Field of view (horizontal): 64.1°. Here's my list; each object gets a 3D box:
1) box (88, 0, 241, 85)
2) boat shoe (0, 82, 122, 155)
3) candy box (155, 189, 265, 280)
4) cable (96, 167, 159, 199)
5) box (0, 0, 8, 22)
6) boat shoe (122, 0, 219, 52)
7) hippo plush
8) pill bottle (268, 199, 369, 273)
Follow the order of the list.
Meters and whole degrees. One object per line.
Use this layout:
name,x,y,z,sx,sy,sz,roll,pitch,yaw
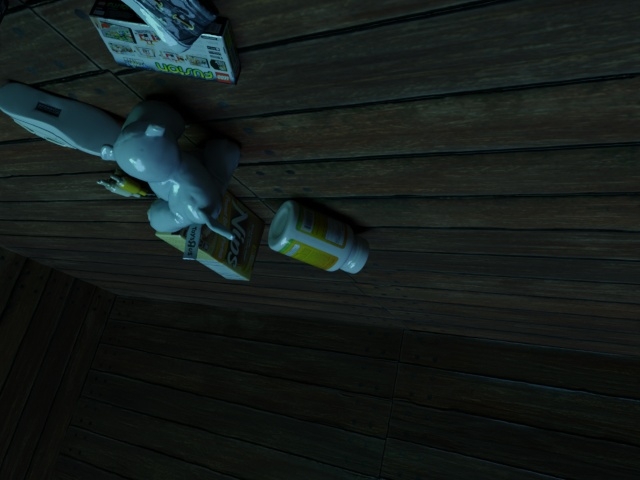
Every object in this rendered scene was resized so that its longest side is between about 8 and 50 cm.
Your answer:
box,-0.235,-0.306,0.795,0.207,0.036,0.114,11,160,5
boat shoe,-0.541,-0.242,1.086,0.267,0.096,0.088,18,164,-10
candy box,-0.278,-0.031,1.356,0.087,0.183,0.316,3,158,28
cable,-0.468,-0.119,1.406,0.287,0.072,0.139,29,160,-38
box,-0.518,-0.246,0.609,0.097,0.395,0.318,19,160,-18
boat shoe,-0.221,-0.342,0.667,0.083,0.065,0.183,-31,125,27
hippo plush,-0.316,-0.132,1.007,0.234,0.294,0.236,-24,135,26
pill bottle,0.000,0.000,1.332,0.245,0.136,0.136,23,158,-24
